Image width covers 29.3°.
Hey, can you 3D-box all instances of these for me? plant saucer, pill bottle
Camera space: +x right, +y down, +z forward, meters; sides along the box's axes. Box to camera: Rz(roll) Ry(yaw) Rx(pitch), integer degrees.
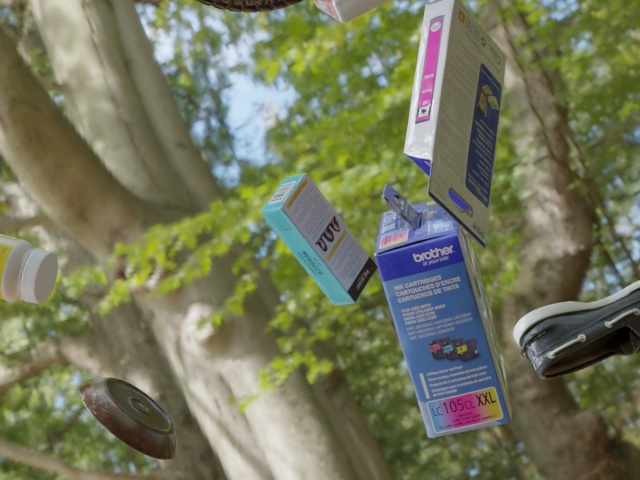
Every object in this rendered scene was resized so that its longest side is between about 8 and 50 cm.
[{"bbox_3d":[-0.313,0.289,2.055,0.036,0.198,0.198,-52,-33,8],"label":"plant saucer"},{"bbox_3d":[-0.600,0.046,2.257,0.208,0.119,0.119,13,-27,9],"label":"pill bottle"}]

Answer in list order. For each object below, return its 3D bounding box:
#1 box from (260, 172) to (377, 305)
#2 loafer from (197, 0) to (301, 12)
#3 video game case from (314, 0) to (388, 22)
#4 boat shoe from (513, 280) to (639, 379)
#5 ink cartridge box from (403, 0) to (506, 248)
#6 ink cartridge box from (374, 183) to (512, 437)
[{"bbox_3d":[0.000,0.000,2.266,0.060,0.100,0.244,-11,-55,45],"label":"box"},{"bbox_3d":[-0.170,-0.378,1.471,0.366,0.130,0.134,11,-26,-3],"label":"loafer"},{"bbox_3d":[0.093,-0.271,1.172,0.204,0.025,0.285,-27,14,2],"label":"video game case"},{"bbox_3d":[0.436,0.131,1.790,0.302,0.091,0.114,-17,-38,-7],"label":"boat shoe"},{"bbox_3d":[0.211,-0.183,1.908,0.069,0.371,0.176,-13,-35,34],"label":"ink cartridge box"},{"bbox_3d":[0.199,0.091,2.058,0.151,0.395,0.270,-13,13,9],"label":"ink cartridge box"}]
